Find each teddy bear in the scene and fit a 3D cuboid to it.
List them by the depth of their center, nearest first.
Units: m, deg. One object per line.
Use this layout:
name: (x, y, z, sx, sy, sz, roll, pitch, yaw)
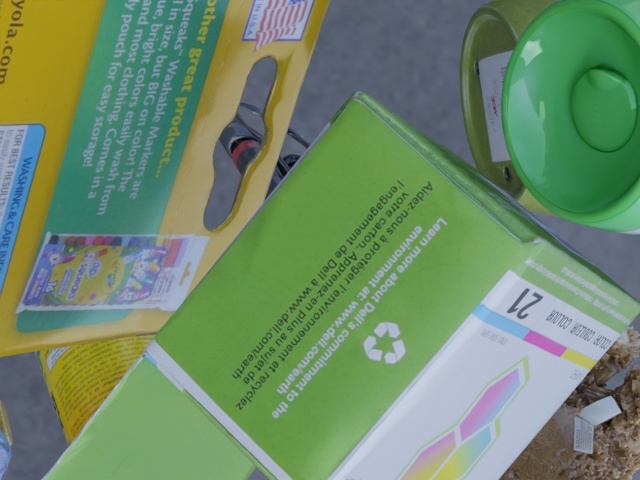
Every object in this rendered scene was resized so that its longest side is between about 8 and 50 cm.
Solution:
teddy bear: (0.201, 0.197, 1.766, 0.338, 0.245, 0.113, -57, 171, -27)

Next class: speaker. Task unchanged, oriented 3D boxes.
speaker: (0.235, -0.073, 0.995, 0.296, 0.131, 0.131, -6, 99, -39)

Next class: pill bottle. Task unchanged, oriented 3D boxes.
pill bottle: (-0.156, 0.146, 1.599, 0.117, 0.117, 0.208, 35, 22, -50)

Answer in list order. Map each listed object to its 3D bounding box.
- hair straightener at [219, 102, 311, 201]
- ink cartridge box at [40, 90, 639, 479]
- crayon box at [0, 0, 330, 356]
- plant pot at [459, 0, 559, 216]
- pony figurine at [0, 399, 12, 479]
hair straightener: (0.000, 0.000, 1.145, 0.047, 0.230, 0.089, -50, 150, 19)
ink cartridge box: (-0.003, 0.083, 0.782, 0.255, 0.097, 0.189, -51, 158, 6)
crayon box: (-0.154, -0.050, 0.794, 0.323, 0.083, 0.203, -6, 123, -45)
plant pot: (0.256, -0.113, 1.327, 0.293, 0.275, 0.275, -8, 102, -16)
pony figurine: (-0.452, 0.166, 1.618, 0.363, 0.303, 0.351, -15, 105, -6)
